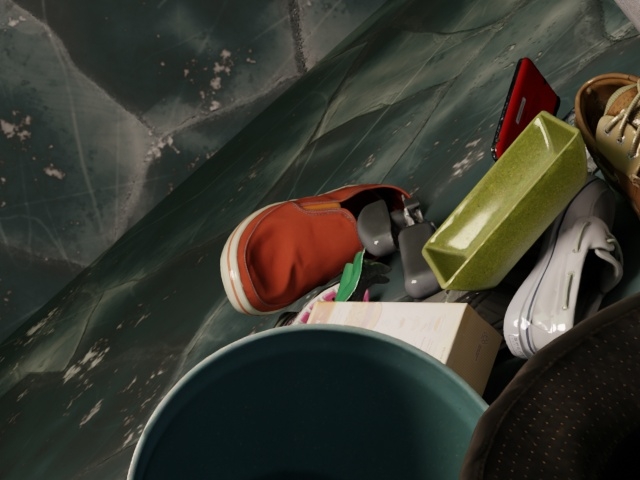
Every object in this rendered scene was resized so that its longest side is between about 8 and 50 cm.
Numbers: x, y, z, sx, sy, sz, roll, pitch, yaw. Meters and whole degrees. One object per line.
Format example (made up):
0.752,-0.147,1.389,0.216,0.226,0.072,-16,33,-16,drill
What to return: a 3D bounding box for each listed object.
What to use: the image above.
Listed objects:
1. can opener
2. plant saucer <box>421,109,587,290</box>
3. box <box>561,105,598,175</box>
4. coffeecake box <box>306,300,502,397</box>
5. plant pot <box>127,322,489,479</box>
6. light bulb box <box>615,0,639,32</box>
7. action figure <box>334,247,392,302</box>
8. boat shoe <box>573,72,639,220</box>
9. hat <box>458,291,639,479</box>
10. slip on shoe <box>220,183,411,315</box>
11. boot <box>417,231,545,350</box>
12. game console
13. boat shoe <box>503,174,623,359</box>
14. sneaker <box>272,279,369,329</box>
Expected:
0.102,0.024,1.784,0.093,0.074,0.280,-21,20,3,can opener
0.182,-0.030,1.496,0.188,0.045,0.188,-49,9,6,plant saucer
0.301,-0.119,1.765,0.094,0.027,0.137,-46,16,-2,box
0.057,0.133,1.465,0.185,0.068,0.142,-1,58,42,coffeecake box
-0.007,0.235,1.189,0.293,0.293,0.196,-51,-9,-27,plant pot
0.468,-0.258,1.350,0.358,0.225,0.361,-41,14,5,light bulb box
0.011,0.131,1.681,0.137,0.063,0.232,82,-149,-75,action figure
0.311,-0.088,1.483,0.122,0.120,0.324,-43,15,2,boat shoe
0.240,0.176,0.838,0.331,0.134,0.331,-3,45,3,hat
0.000,0.000,1.914,0.101,0.123,0.331,-14,7,42,slip on shoe
0.145,0.073,1.592,0.246,0.083,0.161,-28,11,40,boot
0.213,-0.115,1.791,0.085,0.124,0.144,-7,51,38,game console
0.245,0.026,1.457,0.076,0.083,0.226,-2,44,36,boat shoe
-0.014,0.102,1.891,0.170,0.063,0.075,-45,21,10,sneaker
